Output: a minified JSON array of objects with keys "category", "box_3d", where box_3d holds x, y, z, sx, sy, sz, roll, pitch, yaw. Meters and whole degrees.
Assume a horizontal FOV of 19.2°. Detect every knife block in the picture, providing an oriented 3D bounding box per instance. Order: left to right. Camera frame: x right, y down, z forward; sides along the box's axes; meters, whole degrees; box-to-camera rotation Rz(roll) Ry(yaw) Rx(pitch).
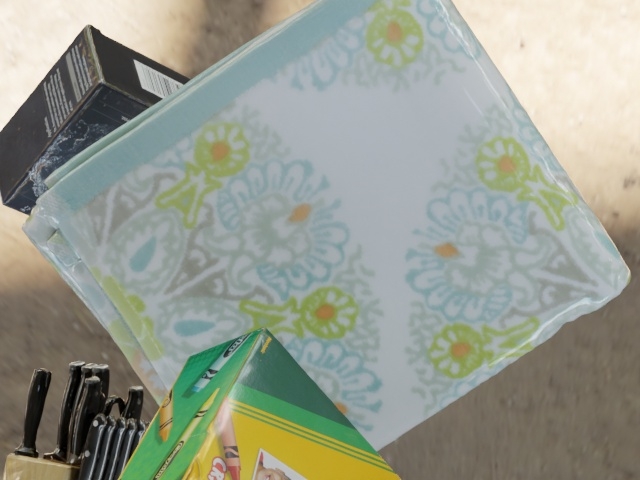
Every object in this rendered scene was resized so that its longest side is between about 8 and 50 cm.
[{"category":"knife block","box_3d":[-0.270,0.262,1.883,0.276,0.088,0.242,-44,54,23]}]

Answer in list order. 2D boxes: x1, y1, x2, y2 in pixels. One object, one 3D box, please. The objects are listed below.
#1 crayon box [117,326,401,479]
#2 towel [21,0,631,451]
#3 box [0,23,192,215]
[{"category":"crayon box","box_3d":[-0.062,0.212,1.212,0.165,0.081,0.278,50,43,-21]},{"category":"towel","box_3d":[0.000,0.000,1.466,0.374,0.090,0.320,-34,98,7]},{"category":"box","box_3d":[-0.188,-0.085,1.710,0.158,0.156,0.093,-47,39,24]}]
